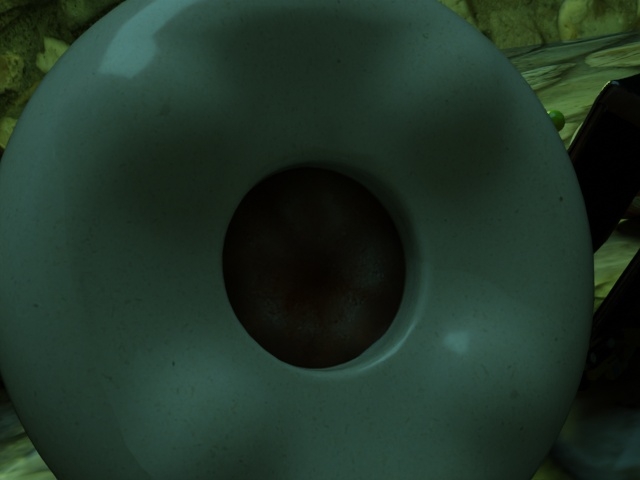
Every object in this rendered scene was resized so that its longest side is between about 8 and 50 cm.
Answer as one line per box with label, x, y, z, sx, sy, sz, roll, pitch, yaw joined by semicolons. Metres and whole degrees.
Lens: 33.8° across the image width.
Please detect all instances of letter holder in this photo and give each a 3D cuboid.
letter holder;0.265;-0.004;0.780;0.152;0.214;0.302;38;30;19

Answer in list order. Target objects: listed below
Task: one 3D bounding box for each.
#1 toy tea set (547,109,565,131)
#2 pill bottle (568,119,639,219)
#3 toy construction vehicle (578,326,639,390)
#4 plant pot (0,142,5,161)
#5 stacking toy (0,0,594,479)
toy tea set;0.185;-0.055;0.977;0.124;0.200;0.336;-17;7;19
pill bottle;0.340;-0.089;1.020;0.121;0.121;0.216;-16;0;-15
toy construction vehicle;0.180;0.087;0.774;0.098;0.035;0.086;-28;14;-41
plant pot;-0.388;0.045;1.034;0.229;0.263;0.263;-28;13;7
stacking toy;-0.071;0.035;0.758;0.351;0.350;0.480;-18;1;-22
